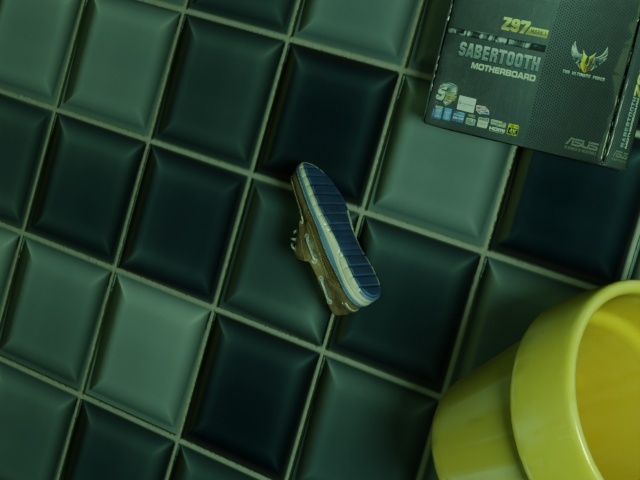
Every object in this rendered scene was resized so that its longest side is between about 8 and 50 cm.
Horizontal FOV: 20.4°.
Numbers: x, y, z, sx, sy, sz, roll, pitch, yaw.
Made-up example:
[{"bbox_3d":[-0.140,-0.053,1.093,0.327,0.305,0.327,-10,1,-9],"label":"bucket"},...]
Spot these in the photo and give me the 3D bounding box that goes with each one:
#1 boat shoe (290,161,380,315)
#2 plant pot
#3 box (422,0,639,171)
[{"bbox_3d":[0.000,0.000,2.012,0.066,0.066,0.183,-33,68,29],"label":"boat shoe"},{"bbox_3d":[0.245,0.186,1.736,0.239,0.254,0.254,-22,73,48],"label":"plant pot"},{"bbox_3d":[0.234,-0.186,1.874,0.233,0.059,0.183,17,94,34],"label":"box"}]
